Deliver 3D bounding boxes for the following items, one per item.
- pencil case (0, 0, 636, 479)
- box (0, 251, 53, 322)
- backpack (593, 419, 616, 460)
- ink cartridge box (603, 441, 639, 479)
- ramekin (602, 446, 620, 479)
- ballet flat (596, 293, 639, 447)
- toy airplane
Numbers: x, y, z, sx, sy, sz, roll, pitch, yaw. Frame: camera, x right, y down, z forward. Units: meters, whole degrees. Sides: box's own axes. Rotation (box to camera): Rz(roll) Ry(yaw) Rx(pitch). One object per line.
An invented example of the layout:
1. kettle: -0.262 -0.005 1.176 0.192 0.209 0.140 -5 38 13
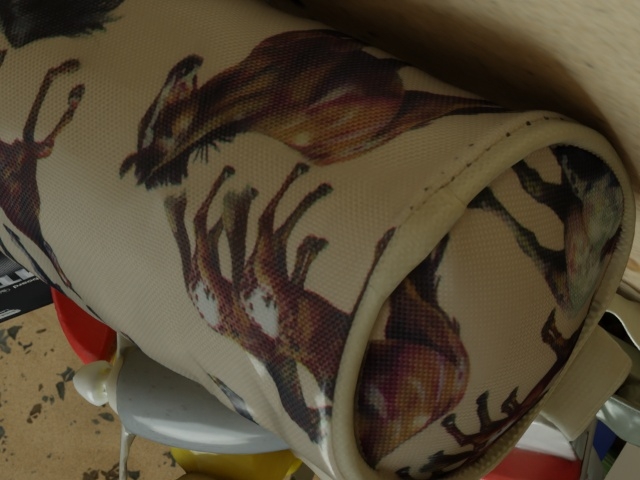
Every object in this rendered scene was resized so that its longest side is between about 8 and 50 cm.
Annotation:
1. pencil case: -0.069 -0.035 0.728 0.410 0.160 0.183 27 159 37
2. box: -0.273 -0.003 1.393 0.293 0.296 0.073 33 -140 -68
3. backpack: 0.161 0.162 1.337 0.098 0.120 0.101 37 172 -33
4. ink cartridge box: 0.255 0.215 1.056 0.168 0.171 0.233 29 174 25
5. ramekin: 0.162 0.284 1.536 0.148 0.303 0.303 45 168 -31
6. ballet flat: 0.112 0.030 0.865 0.213 0.072 0.068 32 147 -9
7. toy airplane: -0.005 0.136 1.151 0.386 0.272 0.384 40 169 -19
